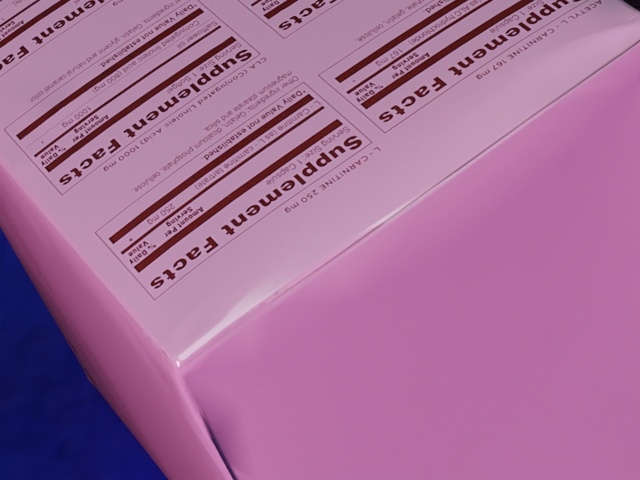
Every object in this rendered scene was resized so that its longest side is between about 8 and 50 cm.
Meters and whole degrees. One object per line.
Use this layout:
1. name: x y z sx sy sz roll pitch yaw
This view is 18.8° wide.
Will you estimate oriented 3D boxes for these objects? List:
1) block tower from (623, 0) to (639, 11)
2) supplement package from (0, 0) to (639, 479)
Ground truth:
1. block tower: 0.012 -0.104 0.750 0.335 0.091 0.097 2 48 24
2. supplement package: 0.000 0.000 0.578 0.149 0.194 0.203 -35 45 -11
